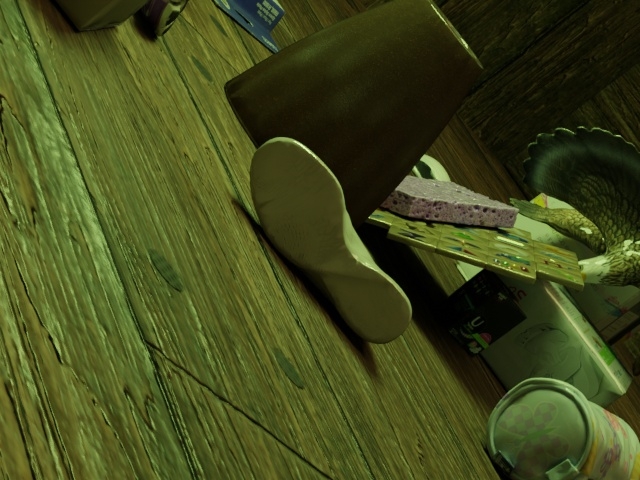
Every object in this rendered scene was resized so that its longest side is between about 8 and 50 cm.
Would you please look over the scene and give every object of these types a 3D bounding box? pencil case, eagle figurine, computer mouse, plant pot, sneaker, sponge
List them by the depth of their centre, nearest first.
[{"bbox_3d":[0.000,0.000,1.514,0.212,0.080,0.094,57,-3,-12],"label":"sneaker"},{"bbox_3d":[-0.174,-0.256,1.659,0.071,0.068,0.170,30,11,-26],"label":"sneaker"},{"bbox_3d":[0.269,0.223,1.783,0.124,0.113,0.273,46,6,23],"label":"pencil case"},{"bbox_3d":[0.053,-0.156,1.796,0.215,0.230,0.215,50,10,-12],"label":"plant pot"},{"bbox_3d":[0.136,-0.052,2.048,0.210,0.031,0.117,7,15,-47],"label":"sponge"},{"bbox_3d":[0.391,0.000,2.201,0.225,0.226,0.298,5,52,-51],"label":"eagle figurine"},{"bbox_3d":[0.208,-0.079,2.755,0.193,0.042,0.106,54,11,8],"label":"computer mouse"}]

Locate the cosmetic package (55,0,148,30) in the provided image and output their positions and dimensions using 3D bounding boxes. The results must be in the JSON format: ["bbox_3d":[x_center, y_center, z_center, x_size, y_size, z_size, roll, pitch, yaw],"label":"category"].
[{"bbox_3d":[-0.244,-0.334,1.422,0.309,0.113,0.160,51,10,-4],"label":"cosmetic package"}]

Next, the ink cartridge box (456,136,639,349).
[{"bbox_3d":[0.386,0.035,2.409,0.131,0.306,0.226,36,19,-57],"label":"ink cartridge box"}]

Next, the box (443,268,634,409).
[{"bbox_3d":[0.292,0.130,2.178,0.231,0.127,0.262,53,10,7],"label":"box"}]

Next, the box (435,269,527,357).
[{"bbox_3d":[0.194,0.087,2.005,0.062,0.083,0.052,46,12,-34],"label":"box"}]

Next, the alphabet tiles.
[{"bbox_3d":[0.172,-0.006,1.989,0.285,0.011,0.342,17,10,3],"label":"alphabet tiles"}]

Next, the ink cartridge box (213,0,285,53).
[{"bbox_3d":[-0.129,-0.369,2.241,0.224,0.045,0.223,57,11,24],"label":"ink cartridge box"}]
